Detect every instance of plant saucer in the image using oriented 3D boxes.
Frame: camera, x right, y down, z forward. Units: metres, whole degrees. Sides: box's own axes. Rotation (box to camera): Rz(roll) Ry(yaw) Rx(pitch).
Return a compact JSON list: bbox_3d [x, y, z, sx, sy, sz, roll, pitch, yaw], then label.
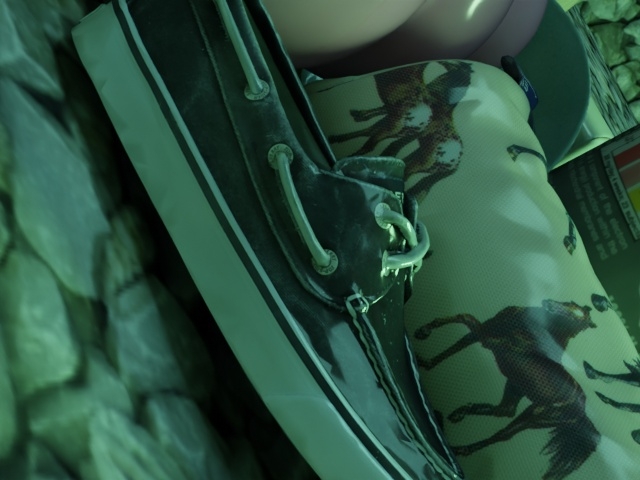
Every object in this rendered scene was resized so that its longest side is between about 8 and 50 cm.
[{"bbox_3d":[0.085,-0.101,1.005,0.037,0.195,0.195,76,-5,-66],"label":"plant saucer"}]

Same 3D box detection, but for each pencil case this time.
[{"bbox_3d":[0.106,0.097,0.776,0.184,0.160,0.410,10,51,-43],"label":"pencil case"}]

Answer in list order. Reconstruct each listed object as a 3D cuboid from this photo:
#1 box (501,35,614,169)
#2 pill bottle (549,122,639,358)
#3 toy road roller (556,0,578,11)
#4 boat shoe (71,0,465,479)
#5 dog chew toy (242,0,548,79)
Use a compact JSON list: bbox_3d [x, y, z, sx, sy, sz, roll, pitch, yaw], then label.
[{"bbox_3d":[0.095,-0.138,1.112,0.232,0.149,0.127,61,17,7],"label":"box"},{"bbox_3d":[0.250,0.018,0.962,0.210,0.363,0.210,52,20,-27],"label":"pill bottle"},{"bbox_3d":[0.199,-0.380,1.719,0.240,0.202,0.329,41,26,-24],"label":"toy road roller"},{"bbox_3d":[0.000,0.000,0.678,0.301,0.102,0.108,60,8,13],"label":"boat shoe"},{"bbox_3d":[0.026,-0.180,0.857,0.332,0.207,0.206,17,47,-54],"label":"dog chew toy"}]
